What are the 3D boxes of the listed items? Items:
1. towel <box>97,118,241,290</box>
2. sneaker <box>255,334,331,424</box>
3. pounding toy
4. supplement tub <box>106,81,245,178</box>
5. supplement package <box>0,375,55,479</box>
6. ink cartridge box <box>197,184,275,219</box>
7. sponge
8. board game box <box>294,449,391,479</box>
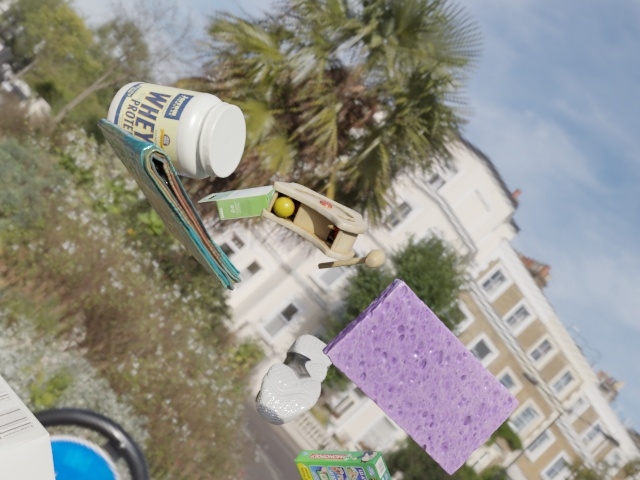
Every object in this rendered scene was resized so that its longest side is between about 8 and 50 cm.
[{"bbox_3d":[-0.269,-0.078,1.251,0.370,0.040,0.271,32,-26,59],"label":"towel"},{"bbox_3d":[-0.066,0.290,1.338,0.101,0.153,0.268,34,25,5],"label":"sneaker"},{"bbox_3d":[0.000,0.000,1.494,0.270,0.154,0.154,26,15,6],"label":"pounding toy"},{"bbox_3d":[-0.396,-0.301,2.008,0.325,0.235,0.235,13,-22,19],"label":"supplement tub"},{"bbox_3d":[-0.624,0.394,1.297,0.263,0.198,0.199,27,-57,41],"label":"supplement package"},{"bbox_3d":[-0.228,-0.105,2.055,0.109,0.209,0.062,-54,136,-68],"label":"ink cartridge box"},{"bbox_3d":[0.115,0.153,0.812,0.210,0.117,0.031,46,-4,-13],"label":"sponge"},{"bbox_3d":[0.087,0.623,1.656,0.214,0.046,0.317,-10,-72,32],"label":"board game box"}]
